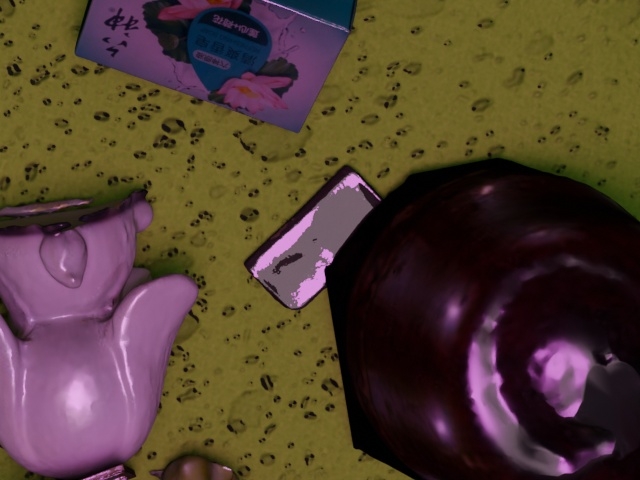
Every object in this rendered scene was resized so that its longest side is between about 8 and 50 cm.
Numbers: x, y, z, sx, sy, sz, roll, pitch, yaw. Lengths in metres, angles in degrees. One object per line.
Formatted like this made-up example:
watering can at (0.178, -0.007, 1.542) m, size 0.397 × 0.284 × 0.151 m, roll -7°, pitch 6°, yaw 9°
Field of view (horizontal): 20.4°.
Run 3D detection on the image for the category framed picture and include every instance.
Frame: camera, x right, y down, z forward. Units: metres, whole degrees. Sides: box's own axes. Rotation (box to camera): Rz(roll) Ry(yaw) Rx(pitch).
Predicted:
framed picture at (-0.254, 0.253, 1.775) m, size 0.136 × 0.201 × 0.010 m, roll -19°, pitch 82°, yaw -5°

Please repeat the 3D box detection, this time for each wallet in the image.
wallet at (0.000, 0.000, 1.865) m, size 0.157 × 0.018 × 0.082 m, roll -45°, pitch 101°, yaw 2°

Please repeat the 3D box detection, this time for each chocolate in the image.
chocolate at (0.214, 0.126, 1.752) m, size 0.383 × 0.331 × 0.384 m, roll -2°, pitch 105°, yaw -8°

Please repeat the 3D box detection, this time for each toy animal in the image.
toy animal at (-0.241, 0.085, 1.771) m, size 0.249 × 0.174 × 0.289 m, roll -29°, pitch 101°, yaw -1°

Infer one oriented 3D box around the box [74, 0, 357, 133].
box at (-0.102, -0.220, 1.743) m, size 0.245 × 0.092 × 0.153 m, roll 18°, pitch 137°, yaw -9°

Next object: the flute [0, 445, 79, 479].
flute at (-0.337, 0.208, 1.862) m, size 0.269 × 0.014 × 0.014 m, roll 33°, pitch 95°, yaw -11°

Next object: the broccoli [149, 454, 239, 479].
broccoli at (-0.141, 0.390, 1.790) m, size 0.317 × 0.338 × 0.277 m, roll -48°, pitch 132°, yaw -18°
